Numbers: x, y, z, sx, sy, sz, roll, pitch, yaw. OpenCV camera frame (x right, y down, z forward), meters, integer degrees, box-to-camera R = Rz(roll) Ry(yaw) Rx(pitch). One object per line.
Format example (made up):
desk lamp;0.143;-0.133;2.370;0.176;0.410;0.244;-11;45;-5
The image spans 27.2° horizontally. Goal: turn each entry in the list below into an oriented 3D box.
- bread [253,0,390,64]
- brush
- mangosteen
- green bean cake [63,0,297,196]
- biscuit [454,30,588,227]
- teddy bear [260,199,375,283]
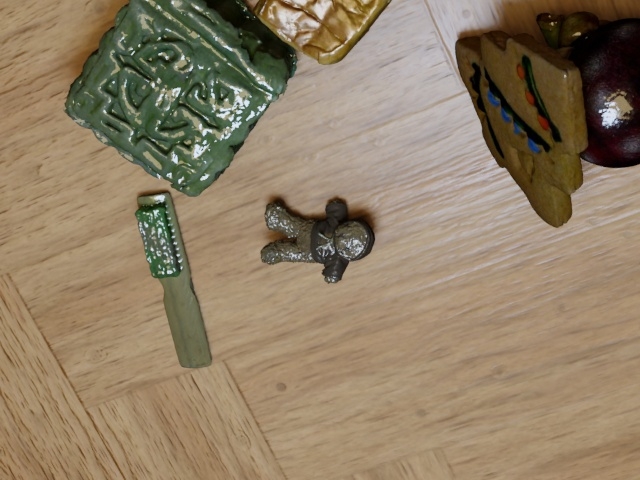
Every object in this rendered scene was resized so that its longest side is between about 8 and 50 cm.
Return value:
bread;0.011;-0.319;1.680;0.149;0.158;0.143;37;115;-1
brush;-0.216;0.066;1.942;0.054;0.048;0.282;-6;113;16
mangosteen;0.355;-0.199;1.654;0.230;0.194;0.194;34;115;13
green bean cake;-0.184;-0.216;1.775;0.241;0.132;0.255;39;114;-3
biscuit;0.253;-0.162;1.644;0.043;0.301;0.278;-25;78;-13
teddy bear;0.000;0.002;1.861;0.160;0.078;0.119;3;79;16
